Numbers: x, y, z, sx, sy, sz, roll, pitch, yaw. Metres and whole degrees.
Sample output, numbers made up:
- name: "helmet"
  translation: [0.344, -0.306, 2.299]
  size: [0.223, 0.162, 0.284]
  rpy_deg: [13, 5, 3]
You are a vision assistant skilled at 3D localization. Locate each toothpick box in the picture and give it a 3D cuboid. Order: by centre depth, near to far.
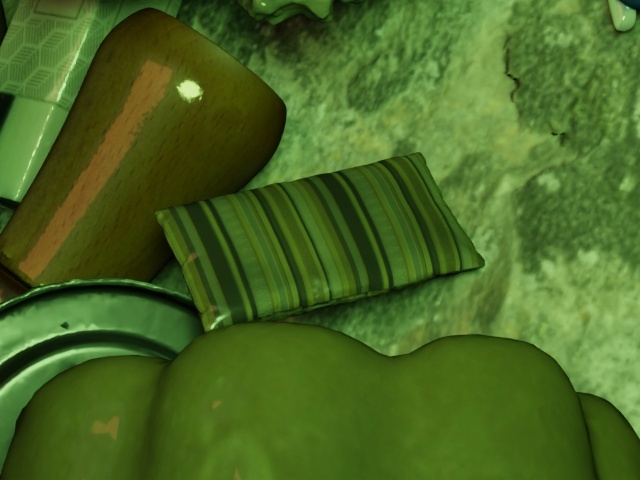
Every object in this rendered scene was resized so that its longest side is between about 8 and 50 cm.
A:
- name: "toothpick box"
  translation: [-0.162, -0.018, 1.083]
  size: [0.192, 0.192, 0.294]
  rpy_deg: [33, 86, 38]

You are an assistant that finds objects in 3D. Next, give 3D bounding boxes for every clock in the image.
- name: "clock"
  translation: [-0.149, 0.162, 0.963]
  size: [0.281, 0.280, 0.055]
  rpy_deg: [-70, 14, -8]

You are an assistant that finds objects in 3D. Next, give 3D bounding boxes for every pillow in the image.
- name: "pillow"
  translation: [0.000, 0.000, 0.990]
  size: [0.203, 0.038, 0.113]
  rpy_deg: [-13, 55, -19]

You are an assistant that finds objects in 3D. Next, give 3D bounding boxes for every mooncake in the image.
- name: "mooncake"
  translation: [0.001, 0.177, 0.781]
  size: [0.378, 0.378, 0.201]
  rpy_deg: [-19, 62, 27]

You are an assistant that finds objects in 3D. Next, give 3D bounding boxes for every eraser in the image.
- name: "eraser"
  translation: [-0.181, -0.213, 1.227]
  size: [0.098, 0.096, 0.404]
  rpy_deg: [15, 80, 36]

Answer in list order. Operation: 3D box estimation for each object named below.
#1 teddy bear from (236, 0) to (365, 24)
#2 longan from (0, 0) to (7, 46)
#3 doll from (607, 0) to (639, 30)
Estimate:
- name: "teddy bear"
  translation: [-0.065, -0.286, 1.059]
  size: [0.367, 0.224, 0.357]
  rpy_deg: [-15, 52, 1]
- name: "longan"
  translation: [-0.393, -0.164, 1.276]
  size: [0.248, 0.248, 0.248]
  rpy_deg: [-13, 65, 30]
- name: "doll"
  translation: [0.205, -0.194, 0.985]
  size: [0.143, 0.057, 0.099]
  rpy_deg: [30, 105, 43]
